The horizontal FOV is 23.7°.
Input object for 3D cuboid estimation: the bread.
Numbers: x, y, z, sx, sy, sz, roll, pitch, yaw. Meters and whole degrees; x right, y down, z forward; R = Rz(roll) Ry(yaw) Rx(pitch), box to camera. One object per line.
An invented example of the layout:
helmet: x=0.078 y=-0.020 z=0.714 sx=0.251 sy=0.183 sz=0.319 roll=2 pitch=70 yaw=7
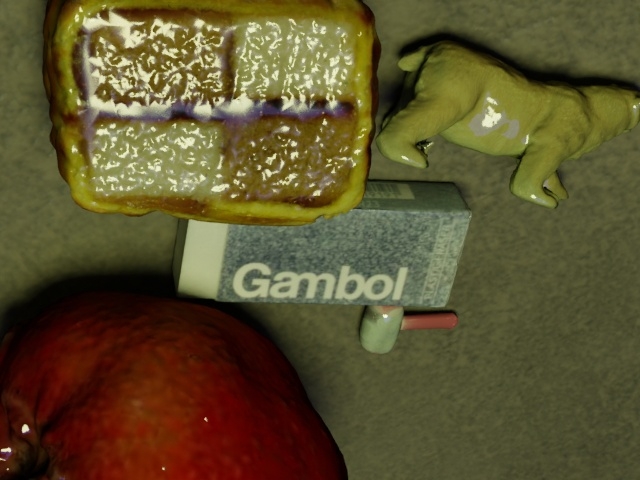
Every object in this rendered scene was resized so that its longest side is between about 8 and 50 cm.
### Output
bread: x=-0.073 y=-0.096 z=1.008 sx=0.222 sy=0.096 sz=0.181 roll=1 pitch=116 yaw=-14

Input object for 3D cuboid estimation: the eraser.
eraser: x=0.000 y=0.000 z=1.137 sx=0.212 sy=0.046 sz=0.092 roll=3 pitch=124 yaw=-16

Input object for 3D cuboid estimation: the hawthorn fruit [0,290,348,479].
hawthorn fruit: x=-0.106 y=0.179 z=1.126 sx=0.265 sy=0.265 sz=0.307 roll=-47 pitch=145 yaw=20

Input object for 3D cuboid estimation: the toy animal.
toy animal: x=0.139 y=-0.085 z=1.094 sx=0.218 sy=0.103 sz=0.101 roll=15 pitch=97 yaw=-19

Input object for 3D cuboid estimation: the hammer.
hammer: x=0.073 y=0.065 z=1.218 sx=0.083 sy=0.031 sz=0.052 roll=-1 pitch=130 yaw=-21
